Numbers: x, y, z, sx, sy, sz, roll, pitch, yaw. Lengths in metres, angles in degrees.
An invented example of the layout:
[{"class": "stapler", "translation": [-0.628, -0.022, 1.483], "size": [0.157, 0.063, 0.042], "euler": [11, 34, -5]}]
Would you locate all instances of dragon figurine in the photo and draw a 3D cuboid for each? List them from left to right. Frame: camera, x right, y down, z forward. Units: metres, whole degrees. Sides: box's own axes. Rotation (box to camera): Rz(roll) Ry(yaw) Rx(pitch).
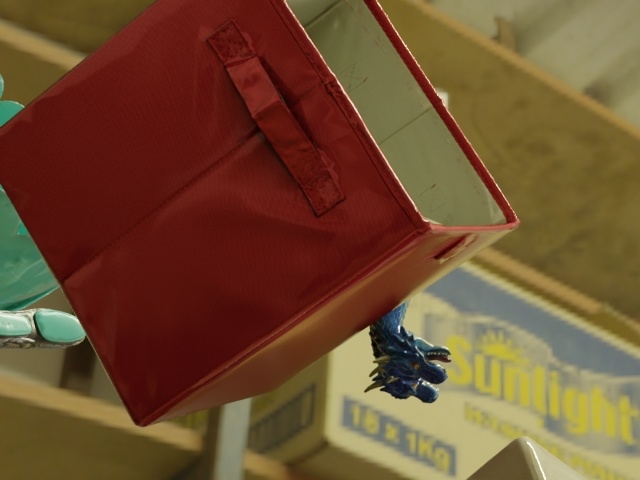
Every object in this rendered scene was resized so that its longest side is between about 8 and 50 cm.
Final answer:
[{"class": "dragon figurine", "translation": [0.000, 0.000, 1.133], "size": [0.289, 0.144, 0.085], "euler": [38, -36, -5]}]

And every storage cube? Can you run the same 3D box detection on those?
[{"class": "storage cube", "translation": [-0.033, -0.029, 0.845], "size": [0.193, 0.184, 0.215], "euler": [-35, -11, 17]}]

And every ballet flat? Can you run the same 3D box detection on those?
[{"class": "ballet flat", "translation": [-0.275, 0.085, 1.412], "size": [0.114, 0.041, 0.041], "euler": [7, -29, -46]}]

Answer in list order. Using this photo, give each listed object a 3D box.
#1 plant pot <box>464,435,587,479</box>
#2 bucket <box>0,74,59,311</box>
[{"class": "plant pot", "translation": [0.117, 0.192, 0.816], "size": [0.109, 0.096, 0.109], "euler": [-42, -54, 16]}, {"class": "bucket", "translation": [-0.373, -0.042, 1.504], "size": [0.183, 0.281, 0.281], "euler": [-30, -43, 5]}]
